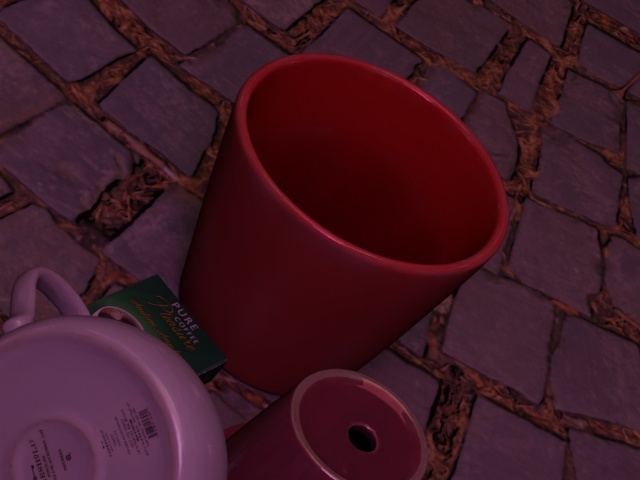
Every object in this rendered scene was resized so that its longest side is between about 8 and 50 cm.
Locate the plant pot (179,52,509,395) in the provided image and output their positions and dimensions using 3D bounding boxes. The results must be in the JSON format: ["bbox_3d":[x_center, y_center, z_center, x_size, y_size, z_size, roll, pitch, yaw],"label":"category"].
[{"bbox_3d":[0.000,0.000,1.694,0.274,0.243,0.275,18,43,-18],"label":"plant pot"}]

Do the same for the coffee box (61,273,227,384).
[{"bbox_3d":[-0.183,0.108,1.620,0.113,0.040,0.184,48,42,14],"label":"coffee box"}]

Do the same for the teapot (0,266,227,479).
[{"bbox_3d":[-0.179,0.177,1.440,0.252,0.256,0.187,21,-1,17],"label":"teapot"}]

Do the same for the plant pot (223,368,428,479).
[{"bbox_3d":[-0.005,0.212,1.529,0.201,0.180,0.201,19,41,-17],"label":"plant pot"}]
